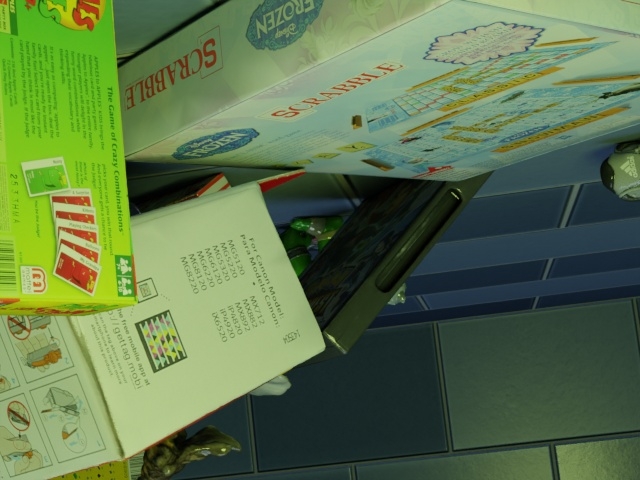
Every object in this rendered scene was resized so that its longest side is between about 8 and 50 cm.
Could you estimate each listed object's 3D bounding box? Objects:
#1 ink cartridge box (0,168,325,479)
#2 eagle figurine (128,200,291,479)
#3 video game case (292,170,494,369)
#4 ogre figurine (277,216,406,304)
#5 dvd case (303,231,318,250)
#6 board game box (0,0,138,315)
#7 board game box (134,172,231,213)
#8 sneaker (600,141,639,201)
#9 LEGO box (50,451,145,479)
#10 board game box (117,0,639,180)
[{"bbox_3d":[-0.168,0.075,0.821,0.309,0.130,0.272,-21,180,36],"label":"ink cartridge box"},{"bbox_3d":[-0.194,0.083,1.099,0.226,0.298,0.225,-30,167,22],"label":"eagle figurine"},{"bbox_3d":[0.035,0.024,1.150,0.248,0.035,0.275,-49,-171,-23],"label":"video game case"},{"bbox_3d":[0.036,0.025,1.379,0.197,0.118,0.097,-10,170,17],"label":"ogre figurine"},{"bbox_3d":[0.000,0.000,1.526,0.119,0.013,0.087,1,168,-34],"label":"dvd case"},{"bbox_3d":[-0.139,-0.058,0.547,0.043,0.181,0.092,-13,168,38],"label":"board game box"},{"bbox_3d":[-0.134,0.025,1.181,0.193,0.147,0.045,-14,-158,43],"label":"board game box"},{"bbox_3d":[0.328,-0.069,1.113,0.132,0.086,0.228,-7,172,16],"label":"sneaker"},{"bbox_3d":[-0.351,0.296,1.594,0.193,0.500,0.372,-2,169,-26],"label":"LEGO box"},{"bbox_3d":[0.082,-0.108,0.751,0.318,0.066,0.318,1,169,-39],"label":"board game box"}]
